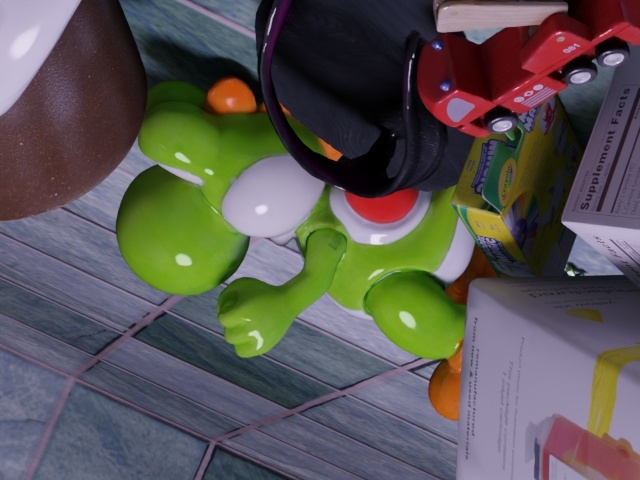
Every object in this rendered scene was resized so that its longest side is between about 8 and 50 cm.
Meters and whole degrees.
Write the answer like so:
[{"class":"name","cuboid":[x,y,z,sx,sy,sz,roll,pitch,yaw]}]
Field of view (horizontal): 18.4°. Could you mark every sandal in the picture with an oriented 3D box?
[{"class":"sandal","cuboid":[0.017,-0.113,1.283,0.167,0.107,0.446,19,163,12]}]

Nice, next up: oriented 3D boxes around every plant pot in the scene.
[{"class":"plant pot","cuboid":[-0.233,-0.164,1.342,0.215,0.215,0.230,19,150,11]}]

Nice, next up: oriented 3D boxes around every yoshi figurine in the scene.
[{"class":"yoshi figurine","cuboid":[-0.015,0.012,1.596,0.362,0.203,0.203,31,169,-18]}]

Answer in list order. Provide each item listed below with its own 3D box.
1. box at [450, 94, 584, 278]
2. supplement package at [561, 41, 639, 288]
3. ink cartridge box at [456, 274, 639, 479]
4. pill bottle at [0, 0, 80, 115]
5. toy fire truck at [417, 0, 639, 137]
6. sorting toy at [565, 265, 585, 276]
[{"class":"box","cuboid":[0.140,-0.039,1.364,0.043,0.105,0.179,15,162,24]},{"class":"supplement package","cuboid":[0.287,-0.030,1.133,0.244,0.134,0.139,8,160,42]},{"class":"ink cartridge box","cuboid":[0.284,0.132,1.229,0.279,0.160,0.384,0,-169,-18]},{"class":"pill bottle","cuboid":[-0.308,-0.250,1.060,0.407,0.229,0.229,28,164,-17]},{"class":"toy fire truck","cuboid":[0.111,-0.129,1.105,0.135,0.047,0.192,18,144,-41]},{"class":"sorting toy","cuboid":[0.224,0.042,1.681,0.062,0.012,0.083,25,168,8]}]
